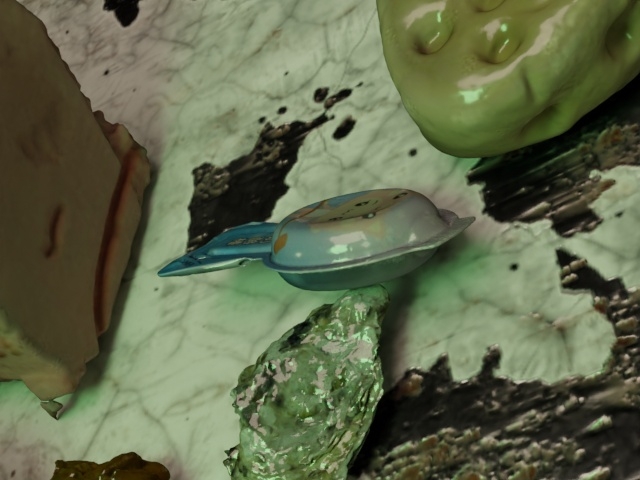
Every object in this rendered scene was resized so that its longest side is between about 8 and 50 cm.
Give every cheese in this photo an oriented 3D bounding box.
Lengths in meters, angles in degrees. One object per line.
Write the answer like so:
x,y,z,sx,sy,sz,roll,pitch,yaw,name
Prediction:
0.147,-0.165,1.021,0.218,0.117,0.235,-2,58,33,cheese
0.000,0.000,1.025,0.244,0.052,0.135,-3,17,38,cheese

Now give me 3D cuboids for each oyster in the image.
-0.012,0.113,0.979,0.125,0.064,0.177,-1,58,27,oyster

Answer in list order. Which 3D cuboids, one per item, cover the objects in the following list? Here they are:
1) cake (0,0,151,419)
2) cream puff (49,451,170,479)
-0.353,-0.045,1.163,0.306,0.314,0.293,-5,56,35,cake
-0.162,0.206,0.998,0.116,0.094,0.122,16,75,44,cream puff
